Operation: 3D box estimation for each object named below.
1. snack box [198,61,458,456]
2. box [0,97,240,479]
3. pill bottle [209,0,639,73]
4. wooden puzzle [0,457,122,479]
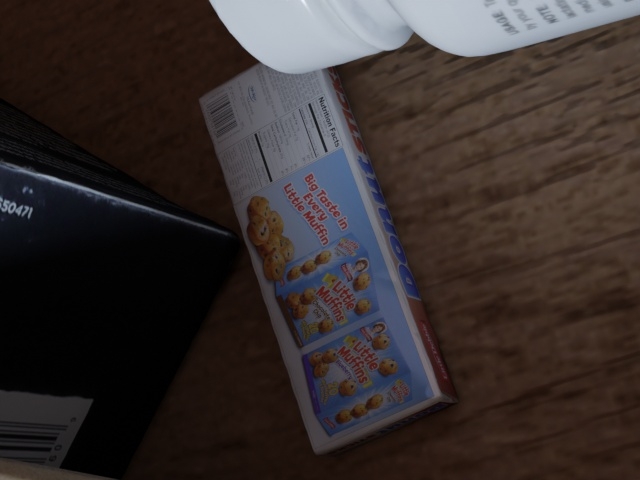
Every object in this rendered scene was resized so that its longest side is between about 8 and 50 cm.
[{"bbox_3d":[0.000,0.000,0.542,0.064,0.022,0.178,-27,69,21],"label":"snack box"},{"bbox_3d":[-0.251,0.051,0.579,0.294,0.183,0.296,30,95,31],"label":"box"},{"bbox_3d":[0.096,-0.158,0.441,0.283,0.160,0.160,-12,75,26],"label":"pill bottle"},{"bbox_3d":[-0.149,0.229,0.440,0.080,0.348,0.322,16,88,62],"label":"wooden puzzle"}]
